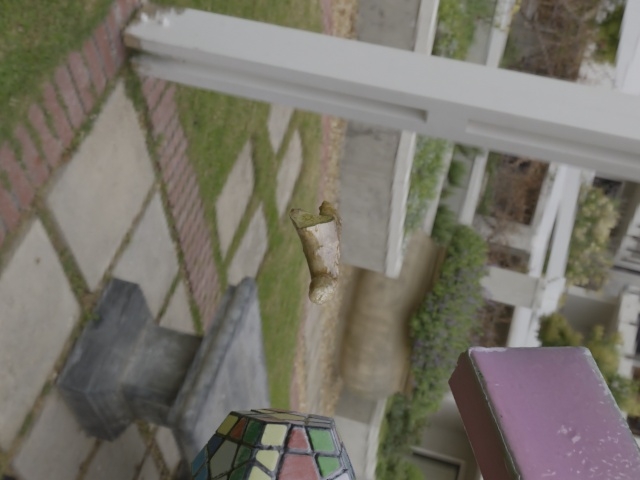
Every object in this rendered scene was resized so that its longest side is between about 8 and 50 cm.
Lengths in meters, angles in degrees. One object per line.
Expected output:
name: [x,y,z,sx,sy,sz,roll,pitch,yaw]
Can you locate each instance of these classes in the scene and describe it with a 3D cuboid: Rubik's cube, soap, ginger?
Rubik's cube: [-0.026,0.153,0.516,0.111,0.093,0.111,-28,136,-32]
soap: [0.271,0.244,0.980,0.081,0.181,0.259,110,-27,-42]
ginger: [0.000,-0.001,0.615,0.048,0.030,0.097,44,35,-33]
